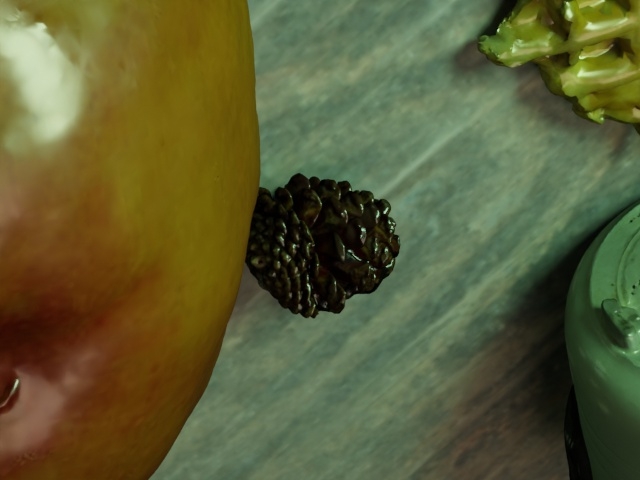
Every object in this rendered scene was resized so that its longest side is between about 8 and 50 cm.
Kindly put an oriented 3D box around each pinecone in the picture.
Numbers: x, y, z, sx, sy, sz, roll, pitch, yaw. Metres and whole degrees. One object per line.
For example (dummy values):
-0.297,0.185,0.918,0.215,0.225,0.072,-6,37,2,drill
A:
0.000,0.000,0.946,0.083,0.077,0.077,-24,135,-33,pinecone

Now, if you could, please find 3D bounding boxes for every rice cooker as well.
0.250,0.097,1.058,0.226,0.226,0.244,-25,136,-9,rice cooker

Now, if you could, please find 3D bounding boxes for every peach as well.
-0.177,-0.030,0.666,0.343,0.301,0.342,-14,131,-17,peach

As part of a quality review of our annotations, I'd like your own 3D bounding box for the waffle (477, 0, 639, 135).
0.212,-0.155,0.953,0.254,0.052,0.245,15,118,-37,waffle
